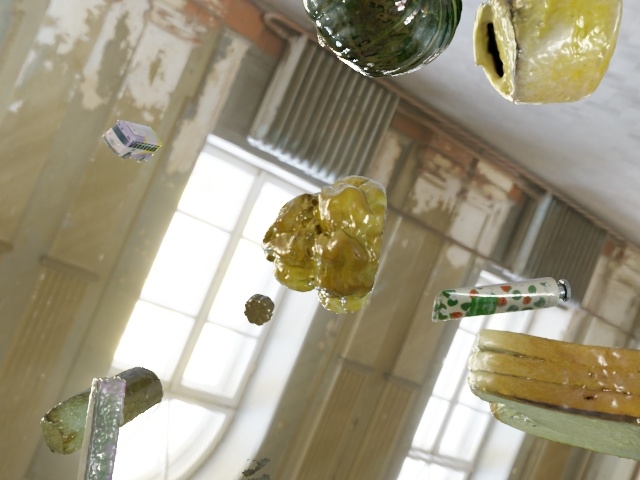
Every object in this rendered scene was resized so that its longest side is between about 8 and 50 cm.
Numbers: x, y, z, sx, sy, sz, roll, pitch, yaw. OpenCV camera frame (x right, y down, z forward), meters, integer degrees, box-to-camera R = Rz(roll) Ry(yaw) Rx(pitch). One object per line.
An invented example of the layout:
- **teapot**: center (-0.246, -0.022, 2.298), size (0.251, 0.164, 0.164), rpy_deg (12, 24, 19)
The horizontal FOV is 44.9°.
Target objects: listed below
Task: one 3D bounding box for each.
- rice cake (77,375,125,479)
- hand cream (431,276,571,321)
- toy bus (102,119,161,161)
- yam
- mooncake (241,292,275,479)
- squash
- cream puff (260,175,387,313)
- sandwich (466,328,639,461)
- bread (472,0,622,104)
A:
- **rice cake**: center (-0.224, 0.238, 0.768), size (0.036, 0.207, 0.047), rpy_deg (8, 167, -16)
- **hand cream**: center (0.356, 0.115, 1.528), size (0.276, 0.059, 0.095), rpy_deg (-7, 136, -7)
- **toy bus**: center (-0.331, -0.176, 1.368), size (0.052, 0.058, 0.102), rpy_deg (53, -165, 11)
- **yam**: center (-0.419, 0.326, 1.515), size (0.106, 0.106, 0.259), rpy_deg (22, -161, 19)
- **mooncake**: center (-0.111, 0.274, 1.376), size (0.150, 0.347, 0.057), rpy_deg (-18, 172, 25)
- **squash**: center (0.069, -0.296, 0.915), size (0.172, 0.218, 0.218), rpy_deg (2, 165, 38)
- **cream puff**: center (0.000, 0.000, 1.692), size (0.257, 0.291, 0.324), rpy_deg (7, -161, -2)
- **sandwich**: center (0.328, 0.204, 1.004), size (0.249, 0.095, 0.273), rpy_deg (6, 160, 28)
- **bread**: center (0.317, -0.286, 1.073), size (0.170, 0.197, 0.197), rpy_deg (-9, -178, -8)
